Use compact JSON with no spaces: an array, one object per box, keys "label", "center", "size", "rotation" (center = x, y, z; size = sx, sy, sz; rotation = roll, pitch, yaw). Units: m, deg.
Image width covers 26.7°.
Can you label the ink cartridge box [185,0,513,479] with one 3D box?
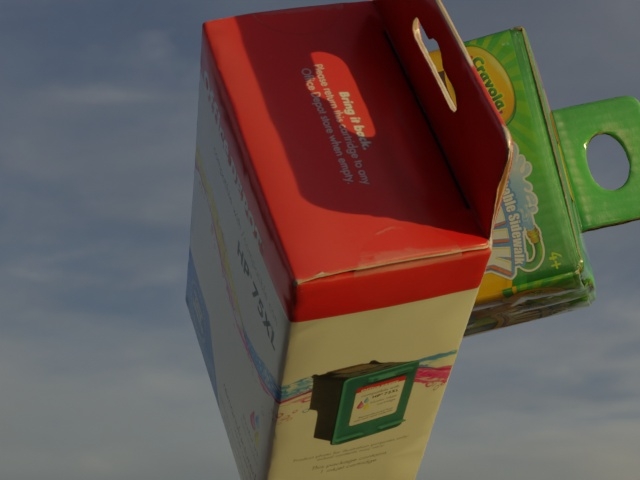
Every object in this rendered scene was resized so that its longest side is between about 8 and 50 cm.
[{"label":"ink cartridge box","center":[0.000,0.000,0.546],"size":[0.078,0.134,0.231],"rotation":[-10,-37,-16]}]

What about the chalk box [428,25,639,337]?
[{"label":"chalk box","center":[0.098,-0.029,0.973],"size":[0.288,0.180,0.179],"rotation":[-16,-13,11]}]
